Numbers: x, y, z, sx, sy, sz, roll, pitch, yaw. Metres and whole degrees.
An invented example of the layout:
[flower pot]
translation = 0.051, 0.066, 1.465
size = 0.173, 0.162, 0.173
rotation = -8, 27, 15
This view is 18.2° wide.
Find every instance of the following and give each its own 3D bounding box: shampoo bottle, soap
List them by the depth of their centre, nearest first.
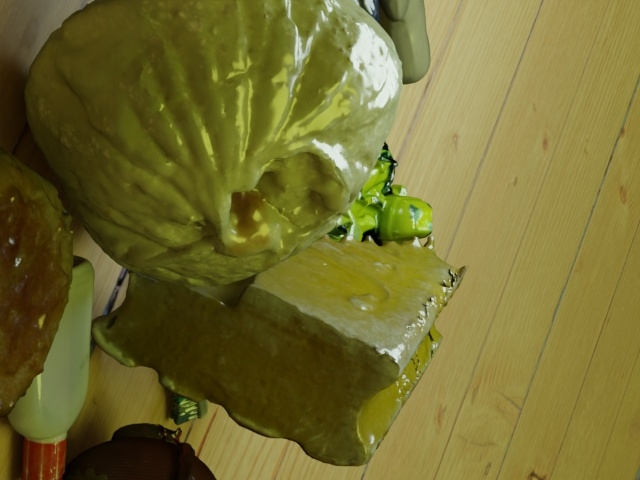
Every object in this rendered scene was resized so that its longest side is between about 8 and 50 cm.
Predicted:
[shampoo bottle]
translation = -0.254, 0.128, 1.862
size = 0.108, 0.051, 0.221
rotation = -26, 124, -61
[soap]
translation = -0.032, 0.065, 2.058
size = 0.169, 0.304, 0.339
rotation = -68, 172, 23

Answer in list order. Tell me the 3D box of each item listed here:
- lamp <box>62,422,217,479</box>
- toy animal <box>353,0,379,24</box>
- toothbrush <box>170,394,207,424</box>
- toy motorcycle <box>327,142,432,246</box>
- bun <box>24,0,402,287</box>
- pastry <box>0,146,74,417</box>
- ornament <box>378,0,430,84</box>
[lamp]
translation = -0.176, 0.299, 1.919
size = 0.180, 0.180, 0.258
rotation = 63, 24, -54
[toy animal]
translation = -0.012, -0.249, 2.085
size = 0.298, 0.122, 0.185
rotation = 49, 48, -29
[toothbrush]
translation = -0.148, 0.013, 2.035
size = 0.040, 0.042, 0.418
rotation = -18, 125, -25
[toy motorcycle]
translation = 0.002, 0.000, 2.224
size = 0.342, 0.142, 0.206
rotation = -25, 126, -56
[bun]
translation = -0.083, -0.092, 1.785
size = 0.349, 0.227, 0.352
rotation = 3, 140, -40
[pastry]
translation = -0.308, 0.038, 1.638
size = 0.257, 0.121, 0.236
rotation = -17, 113, -59
[ornament]
translation = 0.084, -0.279, 2.240
size = 0.245, 0.061, 0.230
rotation = -92, 173, -52
